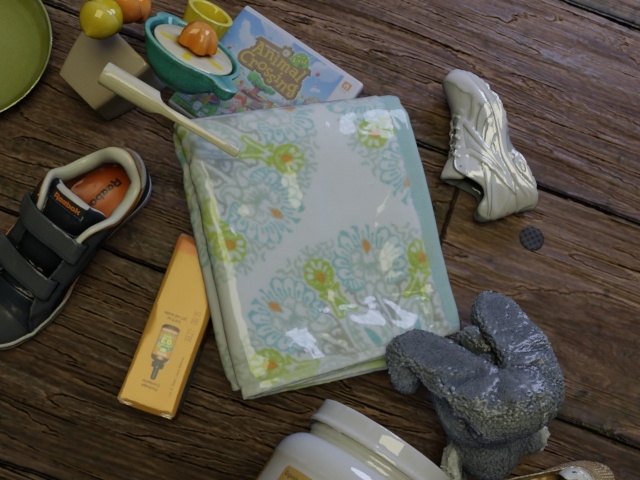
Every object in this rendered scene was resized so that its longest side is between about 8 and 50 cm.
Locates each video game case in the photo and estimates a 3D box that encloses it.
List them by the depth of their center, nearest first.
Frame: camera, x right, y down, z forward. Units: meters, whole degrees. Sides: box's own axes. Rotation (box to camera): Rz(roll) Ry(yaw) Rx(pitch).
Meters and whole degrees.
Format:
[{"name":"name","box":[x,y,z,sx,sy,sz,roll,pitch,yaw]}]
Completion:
[{"name":"video game case","box":[-0.077,-0.209,1.379,0.212,0.023,0.193,35,75,4]}]

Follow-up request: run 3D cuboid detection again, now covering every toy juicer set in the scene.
[{"name":"toy juicer set","box":[-0.198,-0.251,1.211,0.209,0.089,0.329,20,31,-25]}]

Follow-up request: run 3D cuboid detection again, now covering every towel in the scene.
[{"name":"towel","box":[0.000,0.000,1.252,0.320,0.090,0.375,-9,80,-24]}]

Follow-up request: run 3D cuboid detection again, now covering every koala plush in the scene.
[{"name":"koala plush","box":[0.209,0.222,1.206,0.196,0.221,0.203,-22,40,-21]}]

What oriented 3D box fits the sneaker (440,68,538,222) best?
[{"name":"sneaker","box":[0.214,-0.132,1.355,0.115,0.090,0.232,-23,78,-7]}]

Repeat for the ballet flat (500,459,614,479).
[{"name":"ballet flat","box":[0.296,0.333,1.248,0.206,0.067,0.073,-12,77,-9]}]

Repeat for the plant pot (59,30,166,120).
[{"name":"plant pot","box":[-0.295,-0.231,1.327,0.096,0.109,0.109,-44,83,-2]}]

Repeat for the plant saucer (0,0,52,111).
[{"name":"plant saucer","box":[-0.499,-0.275,1.350,0.240,0.037,0.241,2,75,-6]}]

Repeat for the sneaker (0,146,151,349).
[{"name":"sneaker","box":[-0.351,-0.002,1.248,0.126,0.127,0.321,37,77,3]}]

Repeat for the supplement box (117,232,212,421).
[{"name":"supplement box","box":[-0.187,0.115,1.257,0.078,0.080,0.234,19,73,0]}]

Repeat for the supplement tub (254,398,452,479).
[{"name":"supplement tub","box":[-0.003,0.371,1.127,0.228,0.228,0.316,34,75,4]}]
